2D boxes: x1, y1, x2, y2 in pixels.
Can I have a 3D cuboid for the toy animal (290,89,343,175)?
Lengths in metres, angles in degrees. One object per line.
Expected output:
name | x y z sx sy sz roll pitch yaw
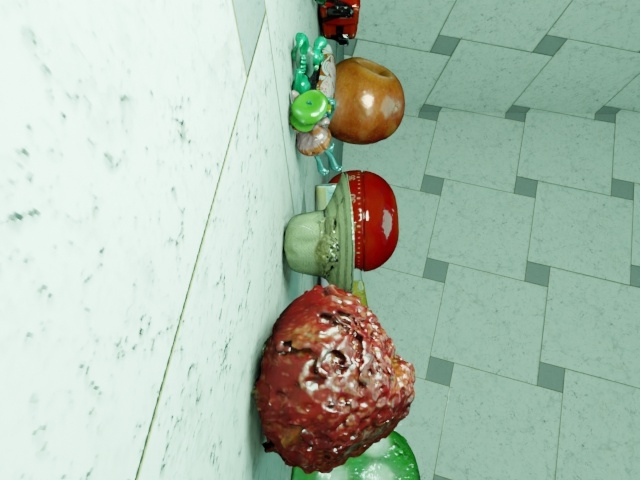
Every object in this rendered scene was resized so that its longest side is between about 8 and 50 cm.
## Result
toy animal | -0.001 -0.212 0.892 0.103 0.100 0.208 -44 153 -8

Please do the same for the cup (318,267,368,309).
cup | 0.060 0.211 1.577 0.241 0.186 0.226 16 67 -53

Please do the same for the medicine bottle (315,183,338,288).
medicine bottle | 0.046 0.043 1.396 0.108 0.108 0.425 -63 151 -80

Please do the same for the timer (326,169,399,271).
timer | 0.146 -0.072 1.730 0.378 0.279 0.377 -1 90 -85

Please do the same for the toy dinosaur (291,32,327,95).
toy dinosaur | -0.028 -0.316 0.832 0.132 0.059 0.096 87 17 -70

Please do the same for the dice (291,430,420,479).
dice | 0.080 0.627 1.078 0.297 0.287 0.300 -82 173 -52

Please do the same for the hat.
hat | -0.009 0.004 0.816 0.252 0.110 0.251 179 -90 -86

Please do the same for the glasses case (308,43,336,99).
glasses case | 0.001 -0.350 1.060 0.103 0.067 0.266 89 6 -51

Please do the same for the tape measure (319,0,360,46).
tape measure | 0.055 -0.700 1.342 0.260 0.114 0.253 84 8 -83

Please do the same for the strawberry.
strawberry | 0.027 0.194 0.667 0.274 0.221 0.274 5 90 -88

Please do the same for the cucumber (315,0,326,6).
cucumber | -0.006 -0.587 1.088 0.155 0.037 0.037 34 58 -83

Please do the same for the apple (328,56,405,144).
apple | 0.113 -0.391 1.303 0.272 0.252 0.206 -58 162 -55
